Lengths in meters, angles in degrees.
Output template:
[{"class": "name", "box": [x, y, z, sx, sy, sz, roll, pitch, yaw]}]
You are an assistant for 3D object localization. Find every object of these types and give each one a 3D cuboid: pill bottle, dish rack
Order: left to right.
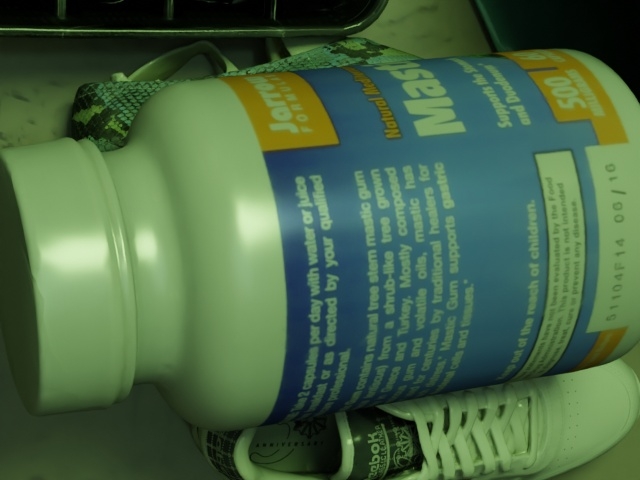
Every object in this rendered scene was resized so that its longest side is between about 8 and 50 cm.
[{"class": "dish rack", "box": [-0.071, -0.231, 0.676, 0.208, 0.074, 0.271, -3, 107, -18]}, {"class": "pill bottle", "box": [0.000, 0.000, 0.655, 0.272, 0.152, 0.152, -7, 96, -20]}]

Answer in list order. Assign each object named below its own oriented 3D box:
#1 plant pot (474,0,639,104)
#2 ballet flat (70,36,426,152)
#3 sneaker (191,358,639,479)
[{"class": "plant pot", "box": [0.218, -0.140, 0.726, 0.234, 0.165, 0.165, -27, 99, -14]}, {"class": "ballet flat", "box": [-0.032, -0.075, 0.729, 0.188, 0.070, 0.070, -15, 97, -14]}, {"class": "sneaker", "box": [0.056, 0.094, 0.740, 0.235, 0.095, 0.090, -5, 94, -13]}]
